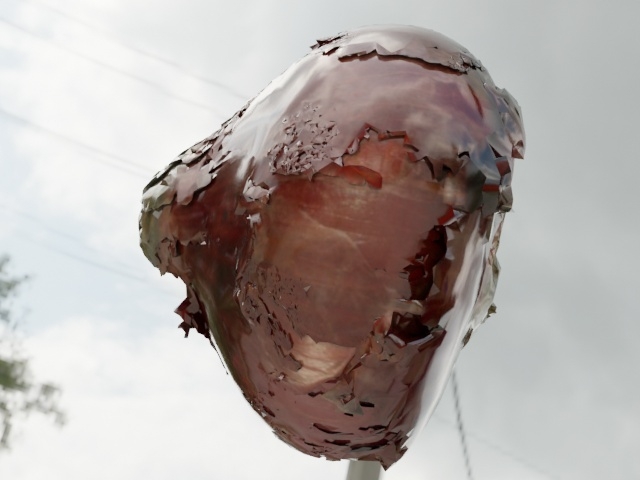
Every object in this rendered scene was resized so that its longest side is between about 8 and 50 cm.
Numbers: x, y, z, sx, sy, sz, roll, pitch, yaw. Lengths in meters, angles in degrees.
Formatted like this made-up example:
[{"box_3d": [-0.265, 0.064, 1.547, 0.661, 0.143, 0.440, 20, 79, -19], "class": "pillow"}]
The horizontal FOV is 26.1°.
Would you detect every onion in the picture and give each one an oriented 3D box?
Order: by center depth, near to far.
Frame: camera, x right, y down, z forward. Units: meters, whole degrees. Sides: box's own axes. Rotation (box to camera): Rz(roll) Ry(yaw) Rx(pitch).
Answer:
[{"box_3d": [0.000, 0.000, 0.547, 0.147, 0.184, 0.184, 6, -35, -2], "class": "onion"}]
